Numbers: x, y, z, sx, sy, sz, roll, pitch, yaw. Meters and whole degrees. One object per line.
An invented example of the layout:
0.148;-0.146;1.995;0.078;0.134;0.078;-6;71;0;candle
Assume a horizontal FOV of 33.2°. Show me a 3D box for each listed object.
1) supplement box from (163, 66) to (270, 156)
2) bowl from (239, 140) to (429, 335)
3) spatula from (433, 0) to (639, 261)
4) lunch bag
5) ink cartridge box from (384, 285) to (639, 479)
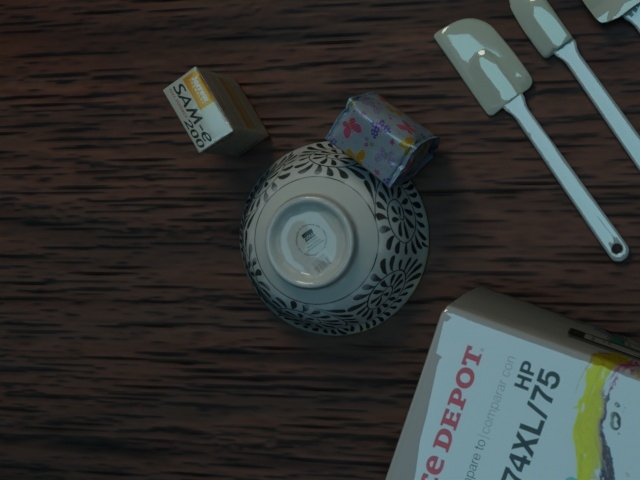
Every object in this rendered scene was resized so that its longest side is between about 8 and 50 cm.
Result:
-0.086;-0.106;0.900;0.036;0.098;0.062;-32;84;14;supplement box
0.000;0.000;0.892;0.170;0.080;0.170;1;92;16;bowl
0.225;-0.120;0.859;0.168;0.019;0.242;-36;83;13;spatula
0.054;-0.083;0.873;0.071;0.083;0.053;37;116;10;lunch bag
0.198;0.173;0.785;0.270;0.197;0.198;19;97;14;ink cartridge box
